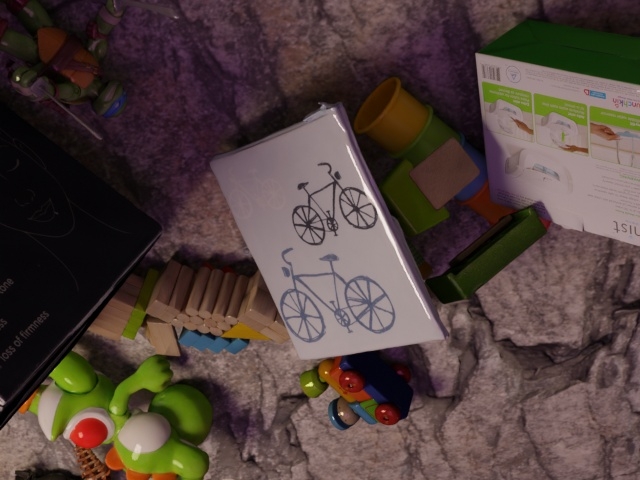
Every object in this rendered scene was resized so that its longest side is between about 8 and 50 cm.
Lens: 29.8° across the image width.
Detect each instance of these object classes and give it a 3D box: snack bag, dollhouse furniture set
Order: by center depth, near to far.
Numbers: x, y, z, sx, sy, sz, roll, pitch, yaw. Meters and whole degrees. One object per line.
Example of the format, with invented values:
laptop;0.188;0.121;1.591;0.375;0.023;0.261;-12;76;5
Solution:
snack bag;0.000;0.000;1.630;0.323;0.037;0.343;-16;102;53
dollhouse furniture set;0.144;-0.025;1.686;0.151;0.301;0.198;-39;94;-17

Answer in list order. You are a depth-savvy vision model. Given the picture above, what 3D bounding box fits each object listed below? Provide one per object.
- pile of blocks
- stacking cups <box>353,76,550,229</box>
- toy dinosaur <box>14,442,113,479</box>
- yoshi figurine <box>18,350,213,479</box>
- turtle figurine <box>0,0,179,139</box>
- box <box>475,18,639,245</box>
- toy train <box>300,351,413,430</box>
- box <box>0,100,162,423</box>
pile of blocks;-0.202;0.094;1.858;0.362;0.113;0.149;7;139;9
stacking cups;0.190;-0.097;1.695;0.316;0.096;0.096;38;120;-22
toy dinosaur;-0.432;0.470;2.137;0.218;0.164;0.322;0;107;-12
yoshi figurine;-0.327;0.265;1.974;0.362;0.203;0.203;31;82;0
turtle figurine;-0.343;-0.277;1.556;0.266;0.274;0.198;34;87;-13
box;0.344;-0.138;1.543;0.262;0.126;0.231;19;132;40
toy train;0.021;0.206;1.920;0.143;0.105;0.248;-27;119;37
box;-0.539;0.028;1.548;0.471;0.480;0.297;40;120;-4
